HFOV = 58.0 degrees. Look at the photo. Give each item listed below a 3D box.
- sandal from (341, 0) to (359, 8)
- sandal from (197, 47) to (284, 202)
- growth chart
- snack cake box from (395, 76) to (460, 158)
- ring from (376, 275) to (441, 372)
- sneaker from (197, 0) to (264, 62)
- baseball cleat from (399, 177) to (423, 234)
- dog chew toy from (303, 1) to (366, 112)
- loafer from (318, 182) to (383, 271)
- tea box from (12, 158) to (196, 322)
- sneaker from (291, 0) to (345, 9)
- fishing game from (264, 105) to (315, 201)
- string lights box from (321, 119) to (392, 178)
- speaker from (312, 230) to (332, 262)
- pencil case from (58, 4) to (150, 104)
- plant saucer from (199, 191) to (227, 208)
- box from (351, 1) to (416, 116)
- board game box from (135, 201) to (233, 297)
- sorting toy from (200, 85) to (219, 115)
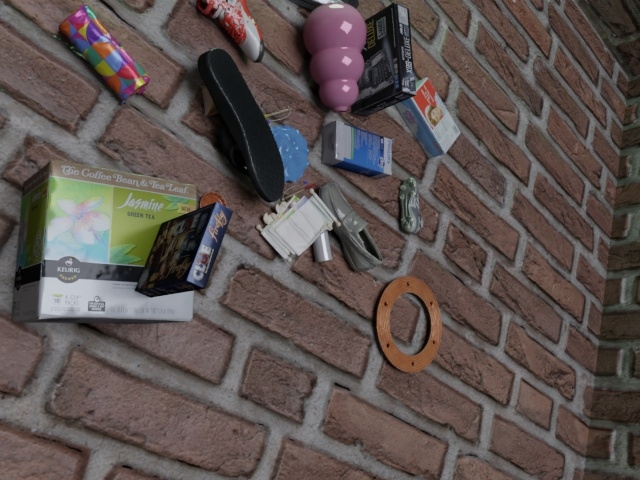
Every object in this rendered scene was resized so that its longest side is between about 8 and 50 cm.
[{"bbox_3d":[0.052,-0.833,2.012,0.179,0.040,0.067,-12,87,-26],"label":"sandal"},{"bbox_3d":[-0.227,-0.313,1.628,0.167,0.107,0.446,-39,108,-56],"label":"sandal"},{"bbox_3d":[-0.066,-0.051,1.735,0.237,0.021,0.172,-38,99,-24],"label":"growth chart"},{"bbox_3d":[0.412,-0.467,2.212,0.264,0.089,0.152,53,55,-19],"label":"snack cake box"},{"bbox_3d":[0.309,0.293,2.027,0.336,0.032,0.336,9,76,-38],"label":"ring"},{"bbox_3d":[-0.269,-0.639,1.671,0.145,0.090,0.270,-20,92,-39],"label":"sneaker"},{"bbox_3d":[0.333,-0.121,2.109,0.109,0.072,0.206,25,68,-52],"label":"baseball cleat"},{"bbox_3d":[0.053,-0.584,1.866,0.206,0.206,0.332,-8,95,-41],"label":"dog chew toy"},{"bbox_3d":[0.101,-0.049,1.851,0.319,0.111,0.112,60,39,-16],"label":"loafer"},{"bbox_3d":[-0.475,0.022,1.290,0.329,0.220,0.323,7,77,-39],"label":"tea box"},{"bbox_3d":[0.017,-0.808,1.918,0.258,0.094,0.091,16,81,-28],"label":"sneaker"},{"bbox_3d":[-0.117,-0.261,1.764,0.189,0.041,0.264,-30,107,-32],"label":"fishing game"},{"bbox_3d":[0.127,-0.302,1.950,0.259,0.077,0.133,11,76,-38],"label":"string lights box"},{"bbox_3d":[0.000,0.000,1.803,0.055,0.055,0.136,-10,89,-41],"label":"speaker"},{"bbox_3d":[-0.526,-0.454,1.418,0.236,0.104,0.104,52,54,-23],"label":"pencil case"},{"bbox_3d":[-0.298,-0.093,1.596,0.083,0.013,0.083,8,78,-38],"label":"plant saucer"},{"bbox_3d":[0.201,-0.606,1.960,0.076,0.242,0.307,2,82,-40],"label":"box"},{"bbox_3d":[-0.277,0.024,1.151,0.042,0.243,0.165,31,63,-31],"label":"board game box"},{"bbox_3d":[-0.297,-0.397,1.641,0.075,0.045,0.083,-3,84,-60],"label":"sorting toy"}]
